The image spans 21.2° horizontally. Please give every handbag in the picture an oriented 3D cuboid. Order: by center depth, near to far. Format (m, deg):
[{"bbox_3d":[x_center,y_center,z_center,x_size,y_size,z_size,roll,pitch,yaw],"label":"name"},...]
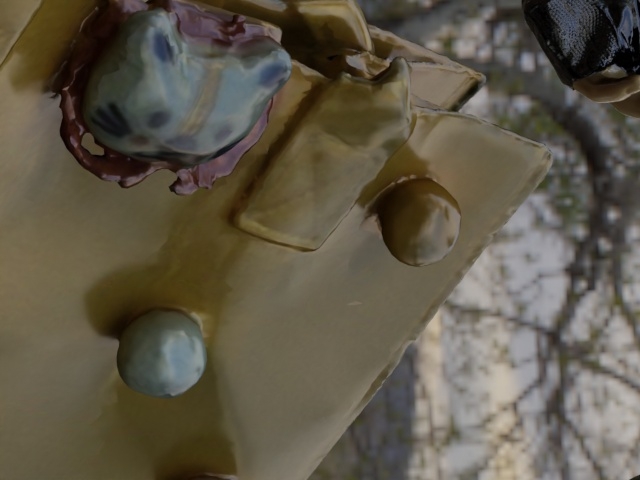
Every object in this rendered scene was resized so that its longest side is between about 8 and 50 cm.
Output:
[{"bbox_3d":[-0.122,-0.004,0.662,0.283,0.401,0.133,-51,-133,24],"label":"handbag"}]

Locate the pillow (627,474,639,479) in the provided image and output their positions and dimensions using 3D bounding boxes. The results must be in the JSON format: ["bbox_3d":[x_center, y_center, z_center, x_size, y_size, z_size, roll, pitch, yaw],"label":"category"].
[{"bbox_3d":[0.217,0.291,1.374,0.185,0.302,0.075,42,27,-24],"label":"pillow"}]

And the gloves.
[{"bbox_3d":[0.393,-0.241,2.091,0.301,0.197,0.152,45,0,10],"label":"gloves"}]
